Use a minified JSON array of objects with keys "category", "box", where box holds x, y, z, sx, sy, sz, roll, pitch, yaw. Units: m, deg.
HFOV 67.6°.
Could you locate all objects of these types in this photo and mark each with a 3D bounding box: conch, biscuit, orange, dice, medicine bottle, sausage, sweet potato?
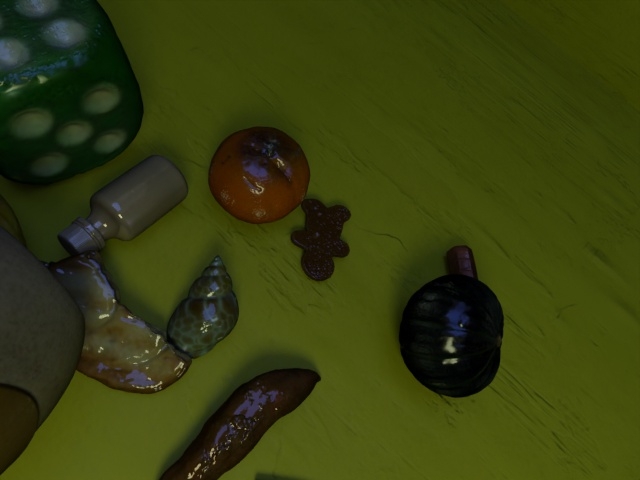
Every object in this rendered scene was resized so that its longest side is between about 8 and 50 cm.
[{"category":"conch","box":[-0.214,0.137,0.893,0.173,0.106,0.116,-41,62,-19]},{"category":"biscuit","box":[-0.376,0.158,0.834,0.154,0.045,0.299,-41,89,-10]},{"category":"orange","box":[-0.130,-0.144,1.039,0.224,0.170,0.223,8,58,-13]},{"category":"dice","box":[-0.542,-0.307,0.909,0.287,0.300,0.297,-34,77,-29]},{"category":"medicine bottle","box":[-0.384,-0.060,0.934,0.114,0.114,0.252,39,56,5]},{"category":"sausage","box":[0.343,0.097,1.133,0.065,0.065,0.169,7,61,-16]},{"category":"sweet potato","box":[-0.134,0.309,0.824,0.355,0.106,0.095,-32,42,-32]},{"category":"biscuit","box":[0.000,0.000,1.085,0.138,0.031,0.204,13,58,-12]}]

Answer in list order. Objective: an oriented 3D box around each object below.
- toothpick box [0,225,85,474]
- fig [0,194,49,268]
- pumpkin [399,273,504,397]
[{"category":"toothpick box","box":[-0.557,0.172,0.578,0.409,0.409,0.425,36,55,2]},{"category":"fig","box":[-0.567,-0.003,0.839,0.257,0.159,0.159,32,54,-25]},{"category":"pumpkin","box":[0.266,0.189,0.981,0.250,0.216,0.249,-1,91,-33]}]
